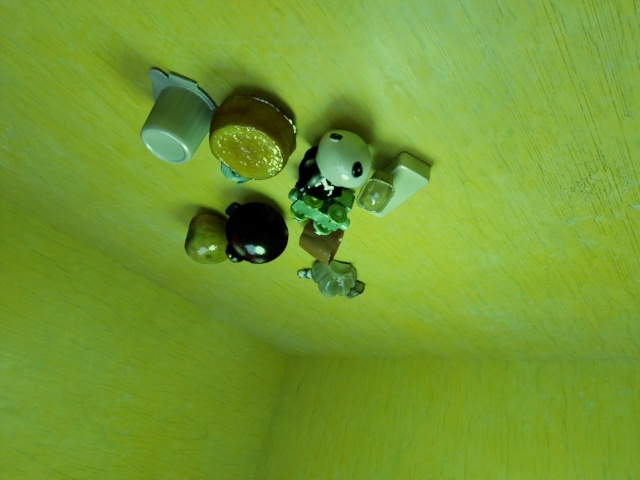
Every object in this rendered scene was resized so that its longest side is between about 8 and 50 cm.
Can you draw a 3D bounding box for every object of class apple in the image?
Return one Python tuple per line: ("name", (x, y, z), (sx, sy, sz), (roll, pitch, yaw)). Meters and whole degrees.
("apple", (-0.558, -0.004, 2.082), (0.264, 0.264, 0.264), (12, 150, 7))

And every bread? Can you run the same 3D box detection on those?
("bread", (-0.229, -0.348, 1.404), (0.312, 0.172, 0.312), (6, 147, 4))

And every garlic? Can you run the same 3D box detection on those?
("garlic", (0.076, 0.201, 2.245), (0.237, 0.210, 0.292), (-13, 150, -18))

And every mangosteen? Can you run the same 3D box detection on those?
("mangosteen", (-0.306, -0.022, 1.858), (0.313, 0.297, 0.297), (-32, 137, 3))

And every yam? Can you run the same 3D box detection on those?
("yam", (0.193, 0.287, 2.358), (0.079, 0.079, 0.141), (26, 151, -16))

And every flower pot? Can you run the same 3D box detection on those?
("flower pot", (0.000, 0.000, 1.890), (0.173, 0.191, 0.191), (24, 151, 11))

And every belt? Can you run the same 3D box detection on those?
("belt", (-0.326, -0.303, 1.627), (0.163, 0.082, 0.147), (-16, 147, 39))

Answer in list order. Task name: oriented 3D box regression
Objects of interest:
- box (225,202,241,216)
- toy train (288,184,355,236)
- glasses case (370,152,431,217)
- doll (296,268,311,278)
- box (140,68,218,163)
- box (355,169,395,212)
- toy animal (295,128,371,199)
("box", (-0.398, -0.133, 2.005), (0.125, 0.027, 0.126), (33, 148, -22))
("toy train", (0.004, -0.146, 1.620), (0.271, 0.188, 0.159), (30, 148, -17))
("glasses case", (0.265, -0.197, 1.517), (0.131, 0.070, 0.313), (26, 149, -14))
("doll", (-0.084, 0.194, 2.367), (0.143, 0.058, 0.098), (-2, 163, 38))
("box", (-0.510, -0.412, 1.412), (0.262, 0.206, 0.291), (-3, 147, 29))
("box", (0.195, -0.165, 1.434), (0.111, 0.111, 0.177), (19, 150, -4))
("toy animal", (0.058, -0.264, 1.394), (0.212, 0.213, 0.266), (33, 143, -27))
